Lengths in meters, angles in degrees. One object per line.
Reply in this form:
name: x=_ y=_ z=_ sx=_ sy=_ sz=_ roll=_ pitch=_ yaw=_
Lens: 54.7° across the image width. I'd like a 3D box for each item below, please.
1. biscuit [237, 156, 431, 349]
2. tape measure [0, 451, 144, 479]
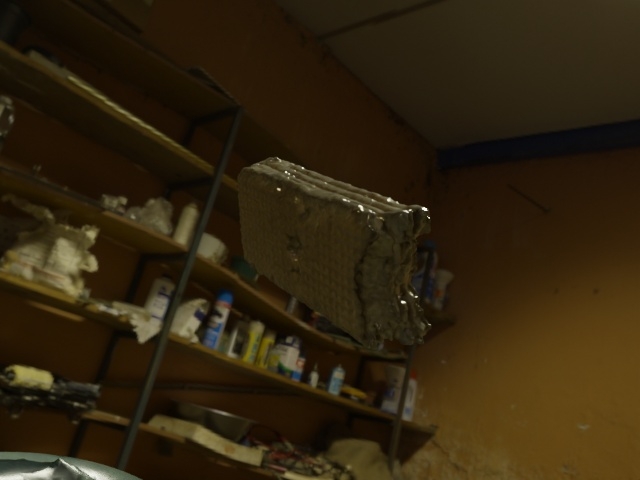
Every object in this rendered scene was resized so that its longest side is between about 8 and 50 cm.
biscuit: x=0.000 y=0.000 z=0.523 sx=0.062 sy=0.108 sz=0.239 roll=-15 pitch=23 yaw=-29
tape measure: x=-0.176 y=0.218 z=0.303 sx=0.256 sy=0.147 sz=0.275 roll=-24 pitch=-53 yaw=1
